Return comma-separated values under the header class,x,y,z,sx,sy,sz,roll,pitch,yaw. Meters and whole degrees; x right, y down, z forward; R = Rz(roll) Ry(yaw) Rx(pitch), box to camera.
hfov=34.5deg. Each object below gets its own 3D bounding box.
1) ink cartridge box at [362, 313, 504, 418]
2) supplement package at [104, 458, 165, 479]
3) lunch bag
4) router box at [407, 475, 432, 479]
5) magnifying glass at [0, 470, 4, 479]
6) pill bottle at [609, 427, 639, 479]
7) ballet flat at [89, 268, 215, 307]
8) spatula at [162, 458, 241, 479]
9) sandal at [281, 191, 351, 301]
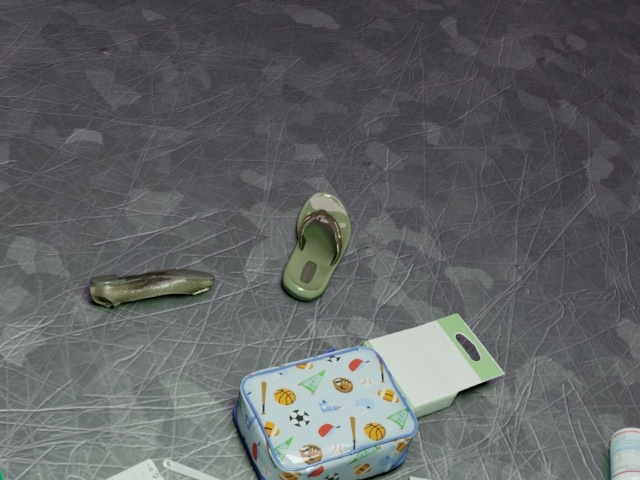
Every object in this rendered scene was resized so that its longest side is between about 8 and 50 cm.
class,x,y,z,sx,sy,sz,roll,pitch,yaw
ink cartridge box,0.214,0.243,2.000,0.235,0.056,0.171,-12,51,-32
supplement package,-0.320,0.437,1.590,0.179,0.105,0.105,-21,57,-33
lunch bag,0.010,0.310,1.826,0.303,0.115,0.243,-10,47,-25
router box,0.302,0.527,1.646,0.335,0.082,0.301,12,23,-7
magnifying glass,-0.571,0.431,1.579,0.092,0.026,0.231,25,41,8
pill bottle,0.578,0.431,1.900,0.087,0.087,0.160,17,43,0
ballet flat,-0.322,0.093,1.987,0.249,0.058,0.084,-4,11,-29
spatula,-0.158,0.436,1.625,0.242,0.019,0.168,30,39,-35
sandal,0.001,0.001,2.156,0.120,0.086,0.303,16,43,-1
